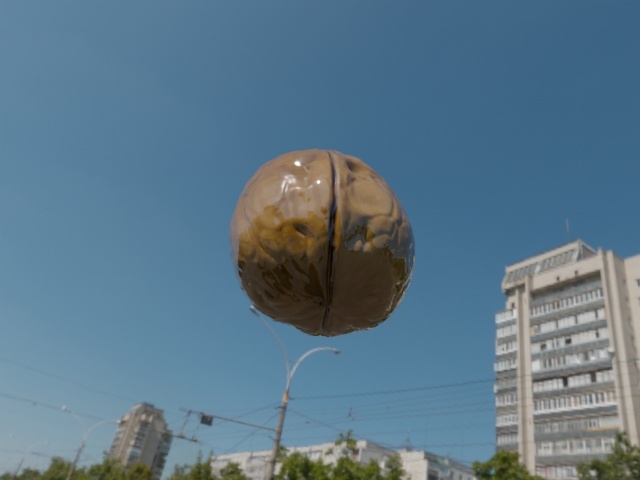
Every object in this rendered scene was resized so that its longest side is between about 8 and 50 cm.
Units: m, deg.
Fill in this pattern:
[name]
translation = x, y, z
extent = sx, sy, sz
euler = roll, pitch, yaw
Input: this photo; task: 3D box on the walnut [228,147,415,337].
[walnut]
translation = 0.000, 0.000, 0.486
extent = 0.167, 0.207, 0.168
euler = -3, -63, -5
